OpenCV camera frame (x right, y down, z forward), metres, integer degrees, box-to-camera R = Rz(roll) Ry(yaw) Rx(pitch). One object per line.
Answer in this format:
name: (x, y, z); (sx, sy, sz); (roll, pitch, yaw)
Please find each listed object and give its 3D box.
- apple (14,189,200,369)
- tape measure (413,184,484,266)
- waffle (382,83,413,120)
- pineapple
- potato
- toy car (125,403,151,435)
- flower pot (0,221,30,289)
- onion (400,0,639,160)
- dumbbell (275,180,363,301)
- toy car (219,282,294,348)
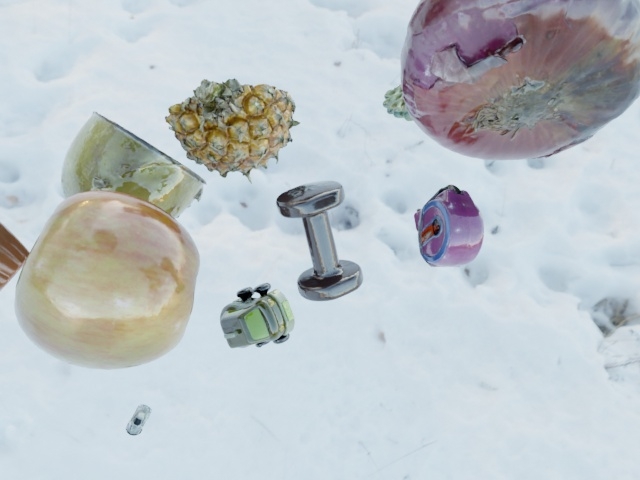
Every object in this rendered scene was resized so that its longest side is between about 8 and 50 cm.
apple: (-0.435, 0.085, 1.122); (0.347, 0.391, 0.391); (18, 56, -15)
tape measure: (0.202, -0.020, 0.827); (0.074, 0.118, 0.125); (0, 70, -18)
waffle: (0.322, -0.463, 1.551); (0.292, 0.056, 0.309); (-39, 28, 6)
pineapple: (-0.219, -0.249, 1.263); (0.344, 0.286, 0.208); (-15, 90, 5)
potato: (-0.594, -0.161, 1.598); (0.385, 0.442, 0.319); (36, 88, -32)
toy car: (-0.473, 0.467, 1.368); (0.041, 0.025, 0.093); (27, 26, -7)
flower pot: (-0.859, 0.037, 1.347); (0.173, 0.191, 0.190); (42, 54, -22)
onion: (0.286, -0.285, 0.772); (0.348, 0.347, 0.285); (9, 56, -7)
dumbbell: (0.000, 0.000, 1.053); (0.140, 0.225, 0.124); (-22, 22, -19)
toy car: (-0.228, 0.263, 1.669); (0.198, 0.248, 0.204); (-26, 97, -50)
